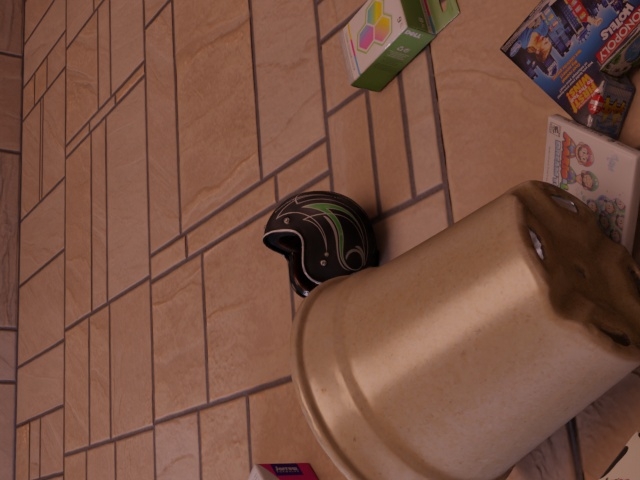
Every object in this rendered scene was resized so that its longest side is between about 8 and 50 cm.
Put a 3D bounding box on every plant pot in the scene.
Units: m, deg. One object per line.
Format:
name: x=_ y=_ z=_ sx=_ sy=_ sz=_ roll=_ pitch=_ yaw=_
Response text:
plant pot: x=0.186 y=0.104 z=1.013 sx=0.305 sy=0.334 sz=0.334 roll=-43 pitch=50 yaw=36

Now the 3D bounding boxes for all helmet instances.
helmet: x=0.000 y=0.000 z=1.420 sx=0.169 sy=0.169 sz=0.161 roll=-36 pitch=73 yaw=47

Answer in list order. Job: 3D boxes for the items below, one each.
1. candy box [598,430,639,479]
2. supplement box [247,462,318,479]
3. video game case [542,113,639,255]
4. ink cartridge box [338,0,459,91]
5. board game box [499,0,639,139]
candy box: x=0.360 y=0.302 z=0.856 sx=0.159 sy=0.071 sz=0.233 roll=-45 pitch=32 yaw=-15
supplement box: x=-0.039 y=0.472 z=1.443 sx=0.220 sy=0.111 sz=0.114 roll=48 pitch=123 yaw=48
video game case: x=0.313 y=-0.053 z=1.055 sx=0.143 sy=0.019 sz=0.157 roll=41 pitch=141 yaw=51
ink cartridge box: x=0.117 y=-0.339 z=1.413 sx=0.209 sy=0.062 sz=0.109 roll=-40 pitch=52 yaw=45
board game box: x=0.330 y=-0.228 z=1.080 sx=0.194 sy=0.060 sz=0.194 roll=-49 pitch=47 yaw=39
